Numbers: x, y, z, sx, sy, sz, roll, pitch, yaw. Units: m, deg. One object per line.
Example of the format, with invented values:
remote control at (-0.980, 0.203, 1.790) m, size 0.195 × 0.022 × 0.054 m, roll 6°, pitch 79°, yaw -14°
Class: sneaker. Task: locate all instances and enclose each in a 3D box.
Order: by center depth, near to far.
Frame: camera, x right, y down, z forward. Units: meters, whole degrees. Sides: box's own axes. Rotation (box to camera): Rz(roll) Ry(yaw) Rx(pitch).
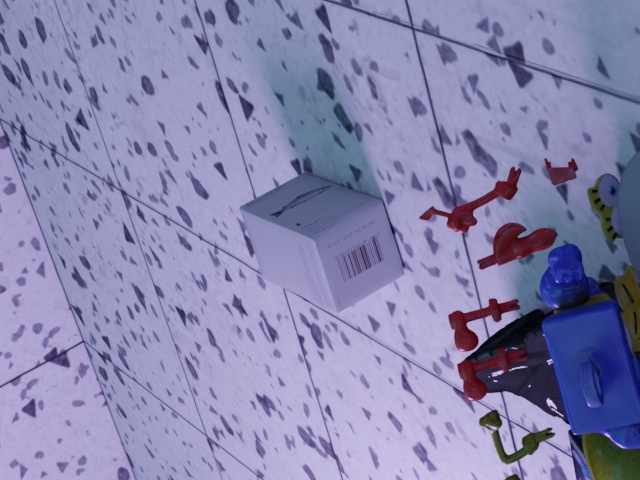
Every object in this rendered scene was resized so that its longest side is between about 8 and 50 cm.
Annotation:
sneaker at (0.237, 0.135, 1.759) m, size 0.130 × 0.109 × 0.286 m, roll 56°, pitch 159°, yaw -2°

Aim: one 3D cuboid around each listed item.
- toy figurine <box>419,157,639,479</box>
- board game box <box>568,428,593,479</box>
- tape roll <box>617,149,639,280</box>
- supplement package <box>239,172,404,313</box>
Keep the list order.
toy figurine at (0.216, 0.127, 1.528) m, size 0.217 × 0.191 × 0.362 m, roll -77°, pitch -27°, yaw -75°
board game box at (0.327, 0.309, 1.787) m, size 0.194 × 0.060 × 0.194 m, roll 80°, pitch 164°, yaw -46°
tape roll at (0.342, 0.004, 1.418) m, size 0.219 × 0.072 × 0.219 m, roll 45°, pitch 152°, yaw 32°
supplement package at (0.000, 0.000, 2.088) m, size 0.179 × 0.105 × 0.105 m, roll 22°, pitch 136°, yaw 56°
